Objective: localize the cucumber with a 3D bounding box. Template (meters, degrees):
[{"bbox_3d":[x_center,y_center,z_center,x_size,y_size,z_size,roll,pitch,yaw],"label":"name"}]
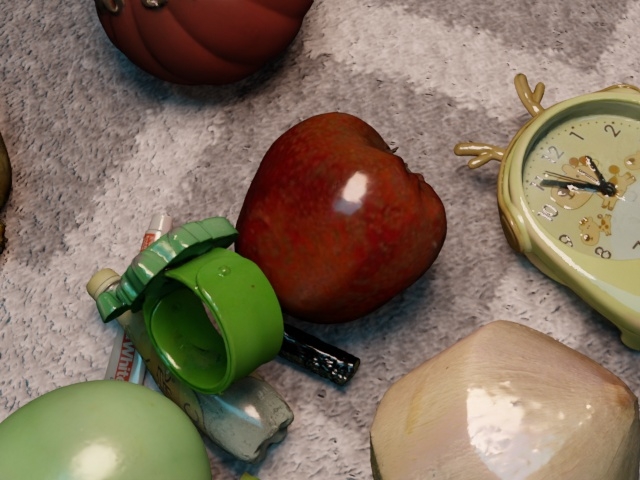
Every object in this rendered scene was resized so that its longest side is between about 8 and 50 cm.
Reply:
[{"bbox_3d":[-0.035,0.108,0.869,0.163,0.039,0.043,23,52,14],"label":"cucumber"}]

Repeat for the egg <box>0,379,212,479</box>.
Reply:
[{"bbox_3d":[-0.226,0.254,0.737,0.269,0.220,0.220,-43,68,1],"label":"egg"}]

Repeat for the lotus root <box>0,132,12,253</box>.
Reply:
[{"bbox_3d":[-0.461,-0.112,0.963,0.173,0.173,0.309,-28,73,-4],"label":"lotus root"}]

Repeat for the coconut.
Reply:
[{"bbox_3d":[0.170,0.180,0.699,0.234,0.224,0.224,-41,64,26],"label":"coconut"}]

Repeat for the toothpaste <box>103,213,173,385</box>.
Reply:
[{"bbox_3d":[-0.203,0.075,0.912,0.052,0.033,0.218,6,73,15],"label":"toothpaste"}]

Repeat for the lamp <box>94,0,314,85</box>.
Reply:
[{"bbox_3d":[-0.139,-0.331,0.939,0.303,0.257,0.303,1,91,37],"label":"lamp"}]

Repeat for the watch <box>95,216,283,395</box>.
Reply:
[{"bbox_3d":[-0.113,0.070,0.771,0.131,0.165,0.152,-30,80,-44],"label":"watch"}]

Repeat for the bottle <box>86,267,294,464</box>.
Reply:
[{"bbox_3d":[-0.147,0.123,0.846,0.269,0.083,0.083,39,78,15],"label":"bottle"}]

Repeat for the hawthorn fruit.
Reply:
[{"bbox_3d":[0.000,0.000,0.823,0.248,0.208,0.208,-45,69,-2],"label":"hawthorn fruit"}]

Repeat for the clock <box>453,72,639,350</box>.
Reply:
[{"bbox_3d":[0.301,-0.053,0.855,0.308,0.096,0.235,39,79,20],"label":"clock"}]

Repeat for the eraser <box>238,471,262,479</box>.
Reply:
[{"bbox_3d":[0.002,0.353,0.697,0.274,0.092,0.210,24,100,17],"label":"eraser"}]
